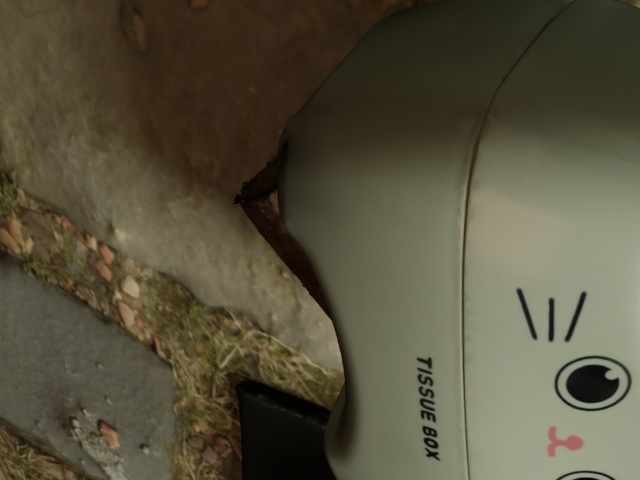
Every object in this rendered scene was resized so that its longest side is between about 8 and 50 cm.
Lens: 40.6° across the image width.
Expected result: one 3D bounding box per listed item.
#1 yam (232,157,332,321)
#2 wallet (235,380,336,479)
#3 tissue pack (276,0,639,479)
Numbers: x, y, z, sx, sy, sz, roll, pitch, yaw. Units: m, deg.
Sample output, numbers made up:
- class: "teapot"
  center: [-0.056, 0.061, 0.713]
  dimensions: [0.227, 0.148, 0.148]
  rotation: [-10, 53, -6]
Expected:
- class: "yam"
  center: [0.002, -0.001, 0.688]
  dimensions: [0.079, 0.079, 0.141]
  rotation: [-22, 110, 43]
- class: "wallet"
  center: [-0.028, 0.276, 0.959]
  dimensions: [0.146, 0.030, 0.285]
  rotation: [20, 131, 24]
- class: "tissue pack"
  center: [0.129, 0.033, 0.515]
  dimensions: [0.235, 0.229, 0.333]
  rotation: [12, 130, 27]
